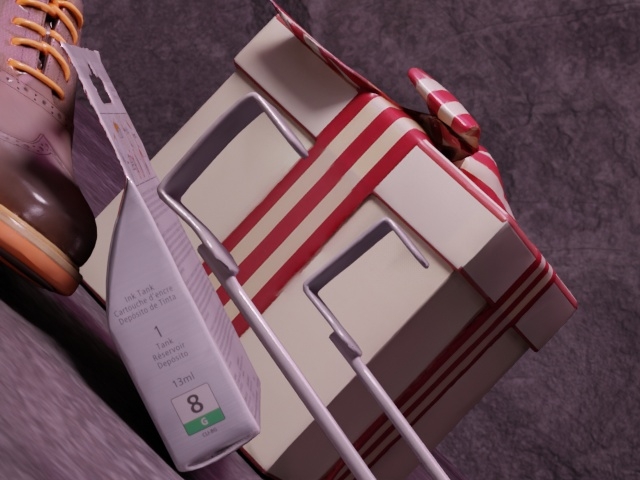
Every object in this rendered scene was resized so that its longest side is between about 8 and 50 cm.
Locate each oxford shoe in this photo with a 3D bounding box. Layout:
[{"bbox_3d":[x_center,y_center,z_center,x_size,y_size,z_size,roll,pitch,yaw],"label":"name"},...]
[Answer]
[{"bbox_3d":[-0.196,-0.100,1.128,0.130,0.132,0.364,44,4,-43],"label":"oxford shoe"}]

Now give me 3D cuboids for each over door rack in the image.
[{"bbox_3d":[0.030,0.128,0.798,0.324,0.108,0.239,66,8,16],"label":"over door rack"}]

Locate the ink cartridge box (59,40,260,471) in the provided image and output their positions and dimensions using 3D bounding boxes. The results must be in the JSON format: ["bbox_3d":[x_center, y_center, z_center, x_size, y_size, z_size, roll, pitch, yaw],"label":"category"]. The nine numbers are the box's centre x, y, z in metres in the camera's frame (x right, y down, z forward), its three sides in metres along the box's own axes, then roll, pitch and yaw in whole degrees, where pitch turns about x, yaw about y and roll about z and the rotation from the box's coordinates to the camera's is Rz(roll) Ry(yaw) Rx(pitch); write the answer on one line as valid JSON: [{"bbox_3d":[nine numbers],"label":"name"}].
[{"bbox_3d":[-0.101,0.005,1.065,0.225,0.056,0.181,62,1,-4],"label":"ink cartridge box"}]

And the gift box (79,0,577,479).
[{"bbox_3d":[0.000,0.000,1.334,0.276,0.258,0.255,45,1,20],"label":"gift box"}]
